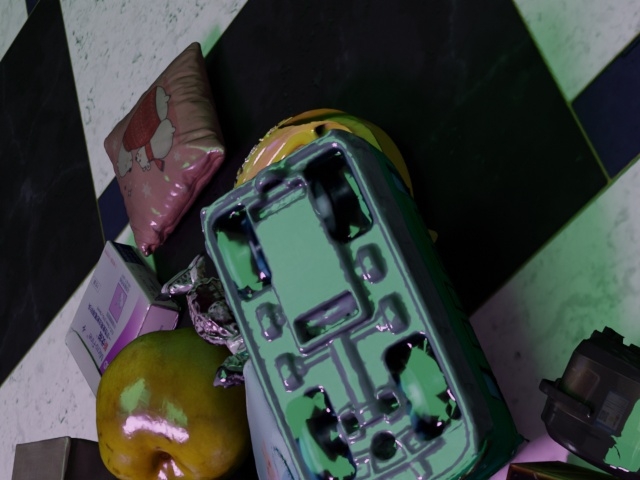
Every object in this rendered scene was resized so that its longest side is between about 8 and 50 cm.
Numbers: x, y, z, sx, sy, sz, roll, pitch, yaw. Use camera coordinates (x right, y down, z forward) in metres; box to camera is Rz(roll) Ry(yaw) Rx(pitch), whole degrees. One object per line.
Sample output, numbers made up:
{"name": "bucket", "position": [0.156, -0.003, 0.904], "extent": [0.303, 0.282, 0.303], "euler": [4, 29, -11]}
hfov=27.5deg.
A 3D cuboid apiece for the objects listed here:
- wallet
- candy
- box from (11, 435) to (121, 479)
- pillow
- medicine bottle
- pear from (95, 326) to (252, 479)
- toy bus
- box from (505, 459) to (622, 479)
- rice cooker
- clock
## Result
{"name": "wallet", "position": [-0.014, 0.249, 1.286], "extent": [0.176, 0.075, 0.250], "euler": [88, 163, -47]}
{"name": "candy", "position": [-0.116, 0.084, 1.425], "extent": [0.226, 0.094, 0.051], "euler": [-128, 21, -51]}
{"name": "box", "position": [-0.297, 0.372, 1.617], "extent": [0.155, 0.149, 0.231], "euler": [-18, 62, 49]}
{"name": "pillow", "position": [-0.207, -0.124, 1.753], "extent": [0.223, 0.084, 0.236], "euler": [-48, 45, 28]}
{"name": "medicine bottle", "position": [-0.270, 0.117, 1.771], "extent": [0.171, 0.052, 0.201], "euler": [-63, 35, 14]}
{"name": "pear", "position": [-0.160, 0.189, 1.484], "extent": [0.200, 0.200, 0.200], "euler": [-25, 57, 46]}
{"name": "toy bus", "position": [0.044, 0.090, 1.181], "extent": [0.183, 0.199, 0.343], "euler": [-29, 67, 17]}
{"name": "box", "position": [0.235, 0.270, 1.012], "extent": [0.240, 0.071, 0.159], "euler": [8, 85, 54]}
{"name": "rice cooker", "position": [0.248, 0.137, 1.010], "extent": [0.165, 0.112, 0.106], "euler": [37, 101, 50]}
{"name": "clock", "position": [0.002, 0.000, 1.430], "extent": [0.277, 0.071, 0.293], "euler": [-51, 48, 26]}
